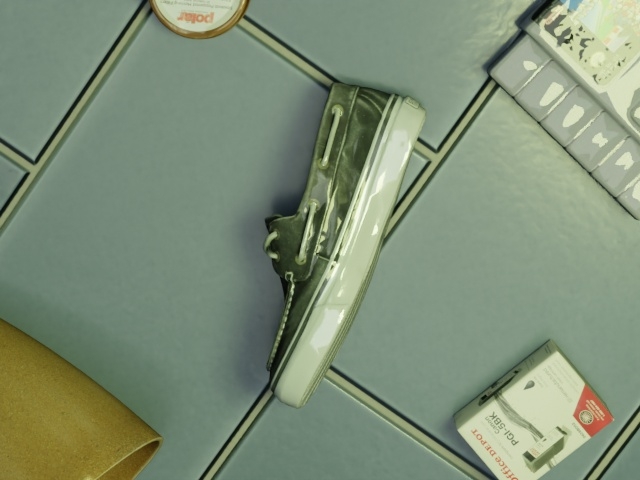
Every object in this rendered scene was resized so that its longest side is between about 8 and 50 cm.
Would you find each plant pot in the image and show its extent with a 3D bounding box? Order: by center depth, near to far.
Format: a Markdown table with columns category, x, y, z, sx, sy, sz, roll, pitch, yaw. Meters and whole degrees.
| category | x | y | z | sx | sy | sz | roll | pitch | yaw |
| --- | --- | --- | --- | --- | --- | --- | --- | --- | --- |
| plant pot | -0.331 | 0.186 | 1.821 | 0.237 | 0.237 | 0.254 | -44 | 83 | 8 |

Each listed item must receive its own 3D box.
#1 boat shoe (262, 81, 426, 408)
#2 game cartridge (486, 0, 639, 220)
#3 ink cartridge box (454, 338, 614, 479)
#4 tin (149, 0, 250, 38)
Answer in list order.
| category | x | y | z | sx | sy | sz | roll | pitch | yaw |
| --- | --- | --- | --- | --- | --- | --- | --- | --- | --- |
| boat shoe | 0.000 | 0.000 | 1.833 | 0.119 | 0.121 | 0.335 | 21 | 89 | 6 |
| game cartridge | 0.364 | -0.222 | 1.804 | 0.230 | 0.068 | 0.355 | 43 | 98 | -10 |
| ink cartridge box | 0.221 | 0.186 | 1.878 | 0.135 | 0.056 | 0.099 | -40 | 98 | 7 |
| tin | -0.119 | -0.296 | 1.814 | 0.106 | 0.040 | 0.189 | 6 | 100 | 5 |
